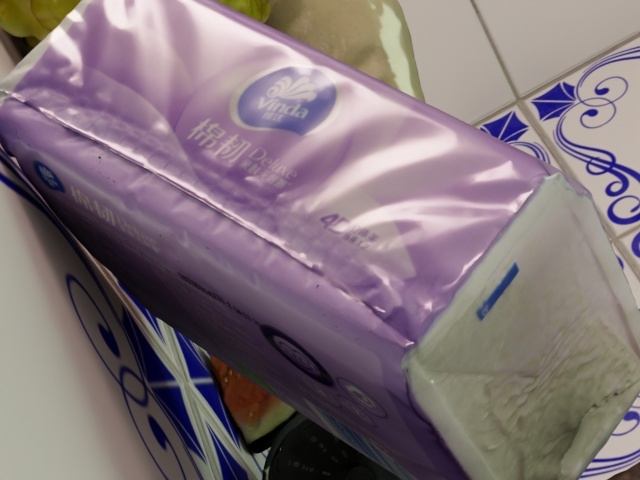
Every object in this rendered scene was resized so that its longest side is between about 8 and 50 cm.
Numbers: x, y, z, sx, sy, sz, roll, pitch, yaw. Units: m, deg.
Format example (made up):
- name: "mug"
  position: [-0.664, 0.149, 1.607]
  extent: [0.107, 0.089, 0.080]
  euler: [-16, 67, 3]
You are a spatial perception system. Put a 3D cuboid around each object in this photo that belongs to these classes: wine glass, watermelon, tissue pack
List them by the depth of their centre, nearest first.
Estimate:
- name: "tissue pack"
  position: [0.000, 0.000, 1.036]
  extent: [0.338, 0.160, 0.242]
  euler: [30, -17, 34]
- name: "wine glass"
  position: [0.024, 0.174, 1.284]
  extent: [0.126, 0.126, 0.241]
  euler: [62, 0, 10]
- name: "watermelon"
  position: [-0.052, 0.103, 1.377]
  extent: [0.094, 0.125, 0.135]
  euler: [30, -20, -15]

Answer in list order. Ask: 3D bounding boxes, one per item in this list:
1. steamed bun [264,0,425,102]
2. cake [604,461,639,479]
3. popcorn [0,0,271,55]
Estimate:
- name: "steamed bun"
  position: [-0.063, -0.118, 1.534]
  extent: [0.339, 0.247, 0.352]
  euler: [134, -65, -75]
- name: "cake"
  position: [0.169, 0.288, 0.991]
  extent: [0.230, 0.309, 0.237]
  euler: [56, 8, -11]
- name: "popcorn"
  position: [-0.136, -0.224, 1.291]
  extent: [0.206, 0.237, 0.251]
  euler: [45, 53, -41]
